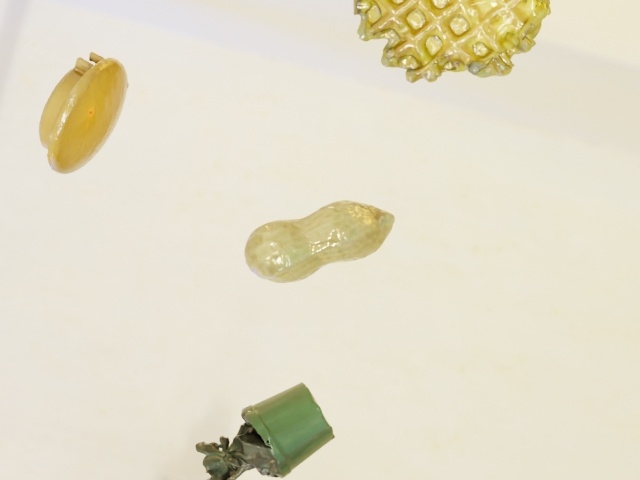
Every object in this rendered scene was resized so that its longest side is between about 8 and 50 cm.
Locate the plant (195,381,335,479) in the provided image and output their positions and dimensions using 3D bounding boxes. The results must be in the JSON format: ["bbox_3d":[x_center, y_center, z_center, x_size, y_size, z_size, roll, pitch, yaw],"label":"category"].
[{"bbox_3d":[-0.044,0.130,0.935,0.102,0.051,0.051,-32,-9,-9],"label":"plant"}]

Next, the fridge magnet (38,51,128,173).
[{"bbox_3d":[-0.262,-0.140,1.682,0.143,0.063,0.143,-58,-10,-16],"label":"fridge magnet"}]

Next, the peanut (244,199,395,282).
[{"bbox_3d":[0.000,0.000,1.795,0.082,0.187,0.082,160,90,-81],"label":"peanut"}]

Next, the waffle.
[{"bbox_3d":[0.178,-0.343,2.011,0.060,0.262,0.280,-48,-35,-85],"label":"waffle"}]
